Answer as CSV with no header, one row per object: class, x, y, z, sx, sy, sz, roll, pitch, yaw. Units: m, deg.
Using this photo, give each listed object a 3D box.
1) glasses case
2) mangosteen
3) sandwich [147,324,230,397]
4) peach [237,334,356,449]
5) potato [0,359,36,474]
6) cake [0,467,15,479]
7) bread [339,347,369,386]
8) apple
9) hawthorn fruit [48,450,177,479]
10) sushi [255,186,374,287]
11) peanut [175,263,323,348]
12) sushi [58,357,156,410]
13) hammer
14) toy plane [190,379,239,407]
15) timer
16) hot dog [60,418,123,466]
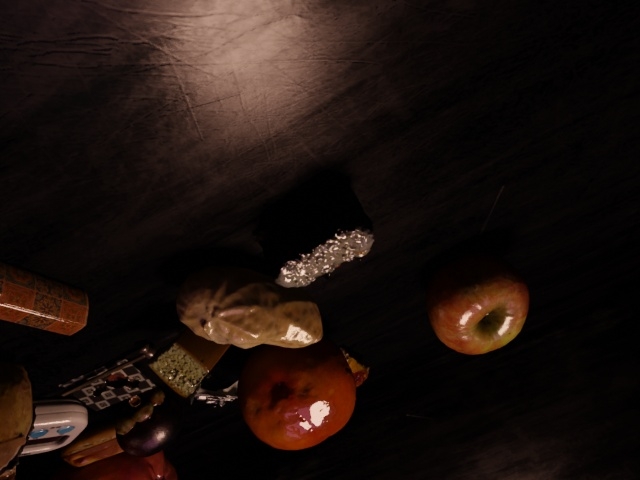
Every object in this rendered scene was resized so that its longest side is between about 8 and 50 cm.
glasses case,-0.475,0.086,0.683,0.049,0.075,0.218,-30,148,9
mangosteen,-0.522,0.532,1.285,0.194,0.194,0.230,-22,123,2
sandwich,-0.262,0.226,1.000,0.122,0.128,0.235,-42,-174,33
peach,-0.071,0.427,1.237,0.343,0.342,0.301,-22,167,2
potato,-0.661,0.253,0.700,0.397,0.290,0.295,-10,125,-55
cake,-1.062,0.701,1.275,0.135,0.112,0.246,-34,147,25
bread,0.062,0.489,1.626,0.186,0.109,0.380,-27,148,11
apple,0.430,0.166,1.223,0.278,0.250,0.308,4,123,-11
hawthorn fruit,-0.756,0.942,1.527,0.473,0.471,0.471,-15,149,-9
sushi,0.000,0.000,0.797,0.213,0.114,0.147,-35,144,25
peanut,-0.134,0.139,0.896,0.174,0.158,0.340,5,175,41
sushi,-0.551,0.369,1.127,0.201,0.031,0.139,-23,125,7
hammer,-0.530,0.328,1.069,0.293,0.029,0.058,-26,122,11
toy plane,-0.368,0.530,1.460,0.234,0.082,0.160,2,169,-34
timer,-0.782,0.501,1.148,0.262,0.086,0.237,15,134,-45
hot dog,-0.697,0.651,1.433,0.338,0.100,0.135,-18,141,-7
